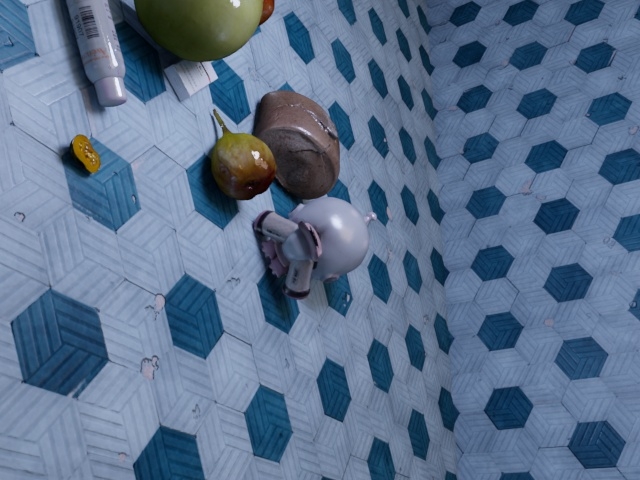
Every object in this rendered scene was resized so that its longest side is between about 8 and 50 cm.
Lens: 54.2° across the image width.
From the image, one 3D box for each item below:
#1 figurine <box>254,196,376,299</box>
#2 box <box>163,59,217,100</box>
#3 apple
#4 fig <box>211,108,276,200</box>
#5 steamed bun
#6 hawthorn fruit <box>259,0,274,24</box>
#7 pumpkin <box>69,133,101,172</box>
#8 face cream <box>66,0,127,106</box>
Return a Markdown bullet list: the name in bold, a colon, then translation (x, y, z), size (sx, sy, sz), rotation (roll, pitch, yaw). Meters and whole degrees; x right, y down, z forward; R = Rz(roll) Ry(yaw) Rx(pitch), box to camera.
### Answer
- **figurine**: translation (0.002, 0.009, 1.746), size (0.361, 0.211, 0.252), rotation (-19, 97, -59)
- **box**: translation (-0.318, -0.413, 1.551), size (0.083, 0.040, 0.154), rotation (61, 30, -20)
- **apple**: translation (-0.282, -0.558, 1.444), size (0.292, 0.254, 0.291), rotation (31, 44, -35)
- **fig**: translation (-0.219, -0.227, 1.568), size (0.159, 0.159, 0.257), rotation (12, 47, -60)
- **steamed bun**: translation (-0.043, -0.294, 1.826), size (0.301, 0.199, 0.251), rotation (50, 36, -38)
- **hawthorn fruit**: translation (-0.205, -0.673, 1.762), size (0.188, 0.169, 0.168), rotation (-33, 106, -65)
- **pumpkin**: translation (-0.454, -0.163, 1.192), size (0.050, 0.028, 0.083), rotation (-74, 148, -42)
- **face cream**: translation (-0.449, -0.403, 1.262), size (0.082, 0.082, 0.268), rotation (-14, 89, -62)
